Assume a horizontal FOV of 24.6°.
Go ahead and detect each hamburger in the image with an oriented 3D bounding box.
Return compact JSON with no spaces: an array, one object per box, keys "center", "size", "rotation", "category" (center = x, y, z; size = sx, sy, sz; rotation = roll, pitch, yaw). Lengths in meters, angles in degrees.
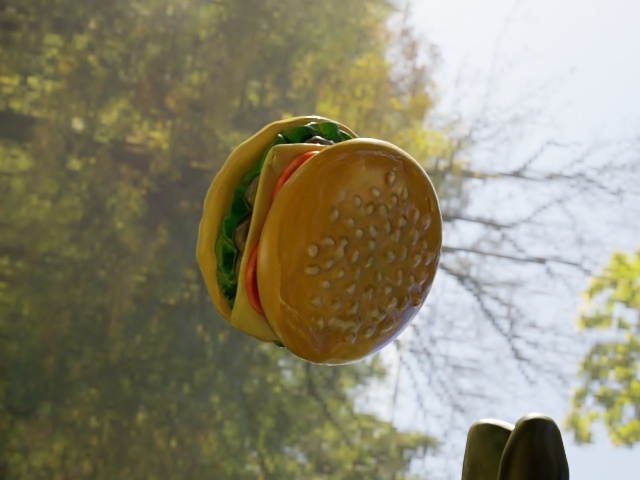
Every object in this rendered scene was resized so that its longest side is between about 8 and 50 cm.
[{"center":[0.000,0.000,0.938],"size":[0.115,0.162,0.162],"rotation":[19,-79,50],"category":"hamburger"}]

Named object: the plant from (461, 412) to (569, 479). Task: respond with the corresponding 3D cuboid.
[{"center":[-0.104,0.158,0.246],"size":[0.180,0.333,0.251],"rotation":[86,0,-85],"category":"plant"}]
